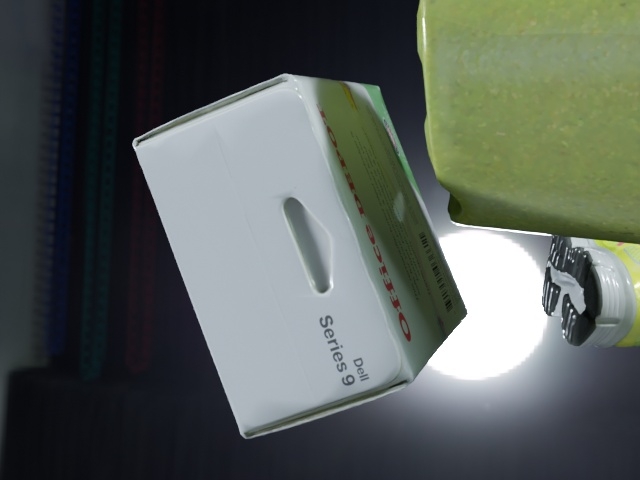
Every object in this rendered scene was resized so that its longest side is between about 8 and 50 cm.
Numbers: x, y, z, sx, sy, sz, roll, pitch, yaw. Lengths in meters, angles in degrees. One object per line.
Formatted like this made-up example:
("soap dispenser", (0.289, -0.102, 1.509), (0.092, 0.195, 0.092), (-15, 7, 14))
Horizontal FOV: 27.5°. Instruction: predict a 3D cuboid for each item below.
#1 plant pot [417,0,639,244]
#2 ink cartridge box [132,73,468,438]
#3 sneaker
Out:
("plant pot", (0.182, -0.100, 0.612), (0.254, 0.276, 0.276), (-1, -5, 14))
("ink cartridge box", (0.000, 0.000, 0.693), (0.093, 0.154, 0.212), (-21, 0, 13))
("sneaker", (0.207, 0.027, 0.892), (0.094, 0.081, 0.208), (7, 19, -1))
